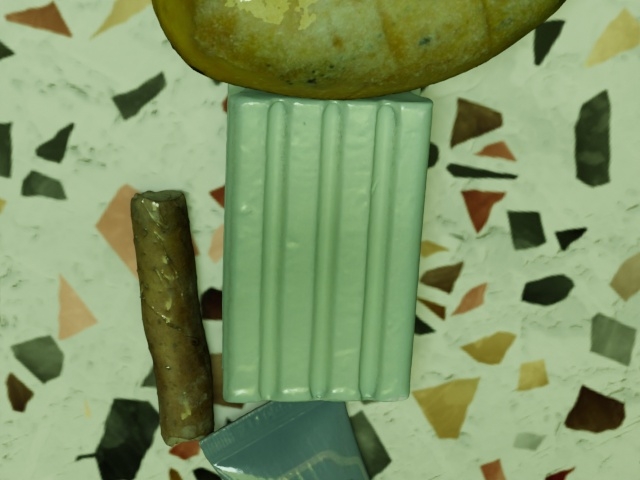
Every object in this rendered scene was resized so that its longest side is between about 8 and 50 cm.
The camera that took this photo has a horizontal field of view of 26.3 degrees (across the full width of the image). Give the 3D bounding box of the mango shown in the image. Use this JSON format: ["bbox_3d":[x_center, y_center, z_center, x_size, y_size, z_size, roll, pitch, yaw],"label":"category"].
[{"bbox_3d":[0.037,-0.200,1.017,0.329,0.175,0.176,-3,147,-26],"label":"mango"}]

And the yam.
[{"bbox_3d":[-0.124,0.070,1.163,0.057,0.057,0.241,-5,113,-3],"label":"yam"}]

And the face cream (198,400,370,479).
[{"bbox_3d":[0.027,0.307,1.263,0.135,0.086,0.385,-29,110,-12],"label":"face cream"}]

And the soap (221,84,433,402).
[{"bbox_3d":[0.000,0.000,1.127,0.160,0.087,0.265,0,112,-5],"label":"soap"}]
